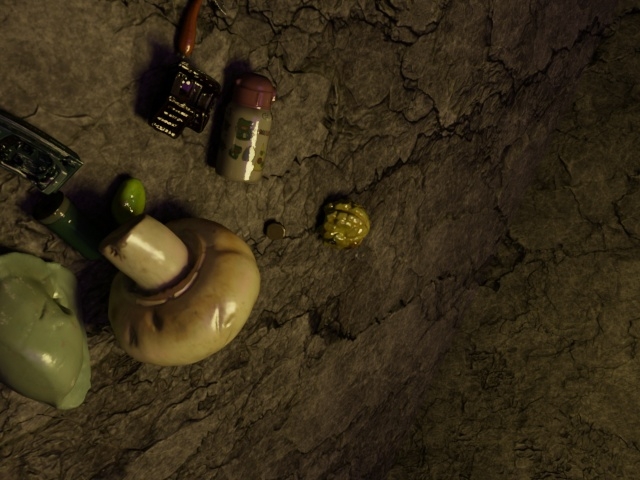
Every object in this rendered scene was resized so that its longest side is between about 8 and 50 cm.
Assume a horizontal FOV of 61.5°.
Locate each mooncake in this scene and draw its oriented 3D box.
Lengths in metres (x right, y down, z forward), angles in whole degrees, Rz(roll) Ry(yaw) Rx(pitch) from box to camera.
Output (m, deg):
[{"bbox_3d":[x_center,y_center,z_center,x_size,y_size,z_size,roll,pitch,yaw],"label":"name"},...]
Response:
[{"bbox_3d":[0.004,0.008,1.619,0.347,0.057,0.150,33,111,-33],"label":"mooncake"}]

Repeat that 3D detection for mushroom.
[{"bbox_3d":[-0.328,0.089,1.221,0.325,0.353,0.353,-88,-167,-73],"label":"mushroom"}]

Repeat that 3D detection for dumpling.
[{"bbox_3d":[-0.586,0.182,1.065,0.212,0.270,0.320,-8,145,-22],"label":"dumpling"}]

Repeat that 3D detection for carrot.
[{"bbox_3d":[-0.277,-0.454,1.145,0.035,0.035,0.142,7,102,-51],"label":"carrot"}]

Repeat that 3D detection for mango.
[{"bbox_3d":[-0.421,-0.086,1.185,0.073,0.056,0.108,0,109,-55],"label":"mango"}]

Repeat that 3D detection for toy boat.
[{"bbox_3d":[-0.548,-0.167,0.959,0.093,0.103,0.246,-41,139,12],"label":"toy boat"}]

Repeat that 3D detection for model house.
[{"bbox_3d":[-0.290,-0.291,1.168,0.165,0.106,0.152,23,93,-48],"label":"model house"}]

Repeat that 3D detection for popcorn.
[{"bbox_3d":[0.071,-0.047,1.713,0.174,0.142,0.173,-16,144,-12],"label":"popcorn"}]

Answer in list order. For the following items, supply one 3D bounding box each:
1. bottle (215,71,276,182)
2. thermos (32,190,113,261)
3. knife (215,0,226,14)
[{"bbox_3d":[-0.176,-0.274,1.299,0.120,0.120,0.253,-6,117,-47],"label":"bottle"},{"bbox_3d":[-0.501,-0.022,1.125,0.083,0.073,0.187,-68,149,-28],"label":"thermos"},{"bbox_3d":[-0.241,-0.554,1.143,0.023,0.010,0.170,-45,142,-11],"label":"knife"}]
